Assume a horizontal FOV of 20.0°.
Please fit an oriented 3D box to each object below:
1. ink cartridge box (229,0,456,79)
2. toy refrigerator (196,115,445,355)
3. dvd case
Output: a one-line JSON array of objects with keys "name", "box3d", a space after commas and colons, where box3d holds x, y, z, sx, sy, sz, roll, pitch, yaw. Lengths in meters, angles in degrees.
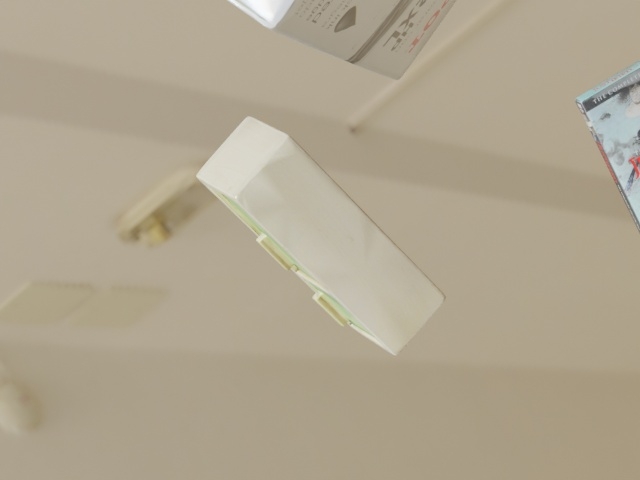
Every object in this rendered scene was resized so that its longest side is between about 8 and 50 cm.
[{"name": "ink cartridge box", "box3d": [0.029, -0.222, 1.004, 0.129, 0.223, 0.307, 37, -172, 11]}, {"name": "toy refrigerator", "box3d": [0.000, 0.000, 1.874, 0.269, 0.094, 0.102, 44, 173, -31]}, {"name": "dvd case", "box3d": [0.216, -0.058, 1.106, 0.119, 0.087, 0.013, 61, 178, -22]}]
